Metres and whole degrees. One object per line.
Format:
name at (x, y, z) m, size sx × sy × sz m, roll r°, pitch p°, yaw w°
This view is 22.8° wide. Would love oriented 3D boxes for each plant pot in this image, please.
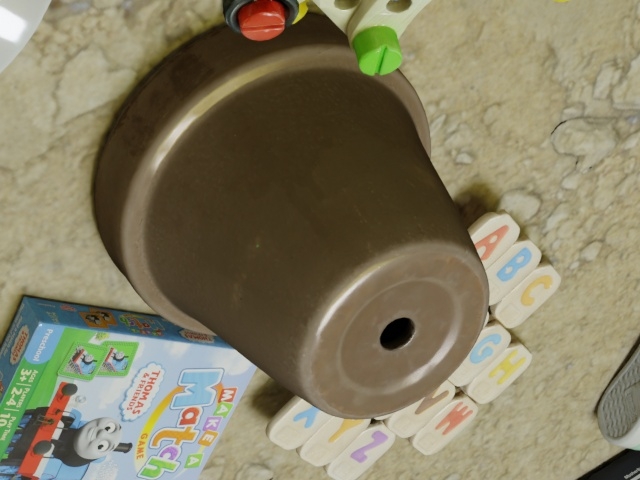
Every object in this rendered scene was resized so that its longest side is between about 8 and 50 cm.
plant pot at (0.000, 0.000, 1.133) m, size 0.263 × 0.229 × 0.263 m, roll -17°, pitch 130°, yaw -22°

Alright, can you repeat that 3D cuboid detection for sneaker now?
sneaker at (0.402, 0.112, 1.580) m, size 0.151 × 0.094 × 0.256 m, roll 13°, pitch 125°, yaw -33°

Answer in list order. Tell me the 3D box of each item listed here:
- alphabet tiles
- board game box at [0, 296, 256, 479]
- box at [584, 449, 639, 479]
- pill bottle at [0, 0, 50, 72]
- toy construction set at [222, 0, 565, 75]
alphabet tiles at (0.088, 0.101, 1.388) m, size 0.278 × 0.021 × 0.284 m, roll -44°, pitch 144°, yaw 3°
board game box at (-0.167, 0.131, 1.259) m, size 0.211 × 0.039 × 0.160 m, roll 10°, pitch 117°, yaw -39°
box at (0.425, 0.357, 1.790) m, size 0.318 × 0.097 × 0.395 m, roll -29°, pitch 135°, yaw -9°
pill bottle at (-0.287, -0.194, 0.817) m, size 0.301 × 0.169 × 0.169 m, roll 28°, pitch 106°, yaw -38°
toy construction set at (0.008, -0.226, 0.955) m, size 0.215 × 0.151 × 0.328 m, roll -23°, pitch 133°, yaw 21°
